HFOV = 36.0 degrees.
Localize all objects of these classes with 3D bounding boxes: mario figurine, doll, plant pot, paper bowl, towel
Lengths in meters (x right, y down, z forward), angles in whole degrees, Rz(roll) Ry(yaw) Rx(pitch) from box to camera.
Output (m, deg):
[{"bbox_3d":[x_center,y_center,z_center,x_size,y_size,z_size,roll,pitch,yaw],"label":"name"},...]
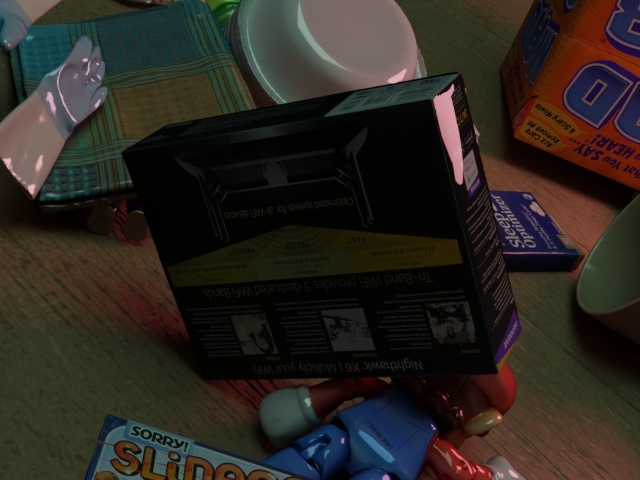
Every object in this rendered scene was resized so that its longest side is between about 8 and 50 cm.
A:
[{"bbox_3d":[0.064,0.203,0.921,0.320,0.170,0.198,-30,98,-38],"label":"mario figurine"},{"bbox_3d":[-0.222,-0.078,1.129,0.129,0.046,0.189,11,37,-9],"label":"doll"},{"bbox_3d":[0.517,0.075,1.255,0.274,0.256,0.256,39,34,-10],"label":"plant pot"},{"bbox_3d":[0.015,-0.246,1.319,0.284,0.148,0.284,14,58,-23],"label":"paper bowl"},{"bbox_3d":[-0.221,-0.175,1.171,0.271,0.040,0.370,-12,43,-13],"label":"towel"}]

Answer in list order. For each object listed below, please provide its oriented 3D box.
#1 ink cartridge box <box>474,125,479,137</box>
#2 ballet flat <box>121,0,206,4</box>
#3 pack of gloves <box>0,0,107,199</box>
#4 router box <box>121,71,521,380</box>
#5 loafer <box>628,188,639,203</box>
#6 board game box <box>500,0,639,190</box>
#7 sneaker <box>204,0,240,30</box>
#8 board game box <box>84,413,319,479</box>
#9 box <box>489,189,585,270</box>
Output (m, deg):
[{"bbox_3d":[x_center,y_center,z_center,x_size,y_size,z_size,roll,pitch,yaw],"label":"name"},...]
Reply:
[{"bbox_3d":[0.154,-0.169,1.445,0.092,0.090,0.143,8,39,-23],"label":"ink cartridge box"},{"bbox_3d":[-0.212,-0.407,1.534,0.240,0.077,0.091,-14,50,-43],"label":"ballet flat"},{"bbox_3d":[-0.284,-0.190,1.017,0.046,0.195,0.232,-9,37,24],"label":"pack of gloves"},{"bbox_3d":[0.000,0.000,0.878,0.308,0.243,0.081,-5,22,29],"label":"router box"},{"bbox_3d":[0.507,-0.043,1.543,0.056,0.050,0.148,27,19,2],"label":"loafer"},{"bbox_3d":[0.539,-0.315,1.605,0.356,0.356,0.357,22,28,-5],"label":"board game box"},{"bbox_3d":[-0.044,-0.265,1.457,0.295,0.109,0.124,14,63,-22],"label":"sneaker"},{"bbox_3d":[-0.076,0.213,0.704,0.201,0.035,0.136,19,35,-10],"label":"board game box"},{"bbox_3d":[0.240,-0.015,1.350,0.225,0.037,0.136,-1,43,-31],"label":"box"}]
